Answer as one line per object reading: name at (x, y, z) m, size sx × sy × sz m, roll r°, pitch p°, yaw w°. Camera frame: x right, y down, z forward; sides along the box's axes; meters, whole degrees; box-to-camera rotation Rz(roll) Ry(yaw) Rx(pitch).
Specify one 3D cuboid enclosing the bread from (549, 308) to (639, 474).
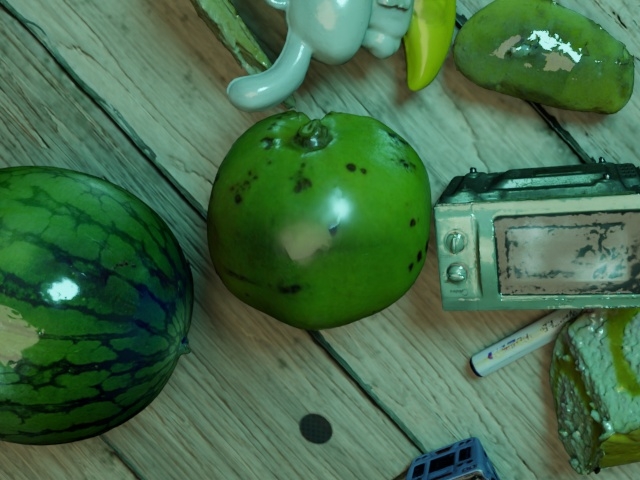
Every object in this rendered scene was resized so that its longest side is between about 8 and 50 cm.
bread at (0.353, 0.149, 0.793) m, size 0.156 × 0.158 × 0.260 m, roll 20°, pitch 135°, yaw -36°

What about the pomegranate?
pomegranate at (0.000, 0.000, 0.776) m, size 0.235 × 0.236 × 0.302 m, roll 16°, pitch 149°, yaw 12°

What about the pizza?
pizza at (-0.108, -0.242, 0.812) m, size 0.034 × 0.181 × 0.262 m, roll -37°, pitch 118°, yaw 1°

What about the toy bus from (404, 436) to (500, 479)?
toy bus at (0.214, 0.406, 0.924) m, size 0.125 × 0.133 × 0.292 m, roll -26°, pitch 96°, yaw 18°

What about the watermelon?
watermelon at (-0.326, 0.075, 0.879) m, size 0.363 × 0.363 × 0.363 m, roll 5°, pitch 109°, yaw 16°

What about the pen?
pen at (0.290, 0.087, 0.850) m, size 0.269 × 0.033 × 0.033 m, roll -34°, pitch 95°, yaw 25°

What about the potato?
potato at (0.231, -0.187, 0.751) m, size 0.188 × 0.085 × 0.105 m, roll 24°, pitch 115°, yaw 4°

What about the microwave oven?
microwave oven at (0.231, -0.011, 0.764) m, size 0.204 × 0.163 × 0.129 m, roll -3°, pitch 107°, yaw 18°

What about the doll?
doll at (0.024, -0.253, 0.746) m, size 0.237 × 0.111 × 0.252 m, roll -1°, pitch 99°, yaw -20°
